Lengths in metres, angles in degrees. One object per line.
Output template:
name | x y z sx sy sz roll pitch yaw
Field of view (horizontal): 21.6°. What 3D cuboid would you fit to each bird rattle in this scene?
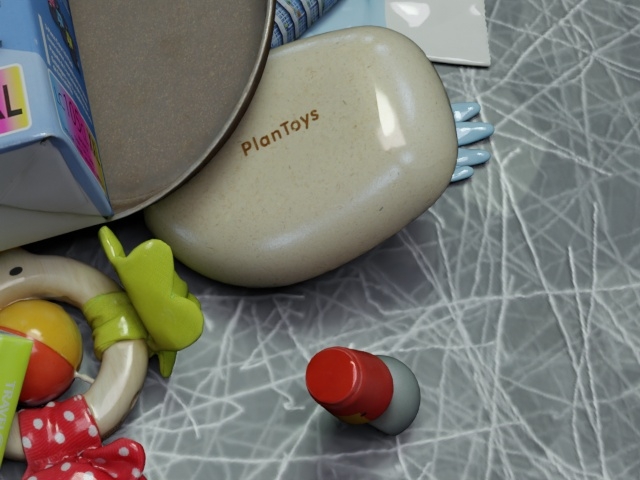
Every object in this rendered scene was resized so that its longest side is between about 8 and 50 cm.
bird rattle | -0.198 0.108 1.302 0.207 0.143 0.253 22 80 13

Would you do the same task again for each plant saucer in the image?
plant saucer | -0.151 -0.155 1.343 0.310 0.050 0.311 -13 67 33

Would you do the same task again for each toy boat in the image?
toy boat | 0.000 0.000 1.336 0.267 0.148 0.318 -20 71 16

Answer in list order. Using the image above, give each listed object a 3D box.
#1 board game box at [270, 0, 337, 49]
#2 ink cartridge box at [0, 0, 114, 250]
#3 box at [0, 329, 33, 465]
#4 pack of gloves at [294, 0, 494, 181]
board game box | -0.064 -0.270 1.464 0.194 0.060 0.194 37 67 16
ink cartridge box | -0.338 -0.176 1.302 0.270 0.151 0.395 -16 61 1
box | -0.283 0.146 1.242 0.109 0.042 0.178 14 89 34
pack of gloves | 0.040 -0.147 1.450 0.232 0.046 0.195 1 70 -8
